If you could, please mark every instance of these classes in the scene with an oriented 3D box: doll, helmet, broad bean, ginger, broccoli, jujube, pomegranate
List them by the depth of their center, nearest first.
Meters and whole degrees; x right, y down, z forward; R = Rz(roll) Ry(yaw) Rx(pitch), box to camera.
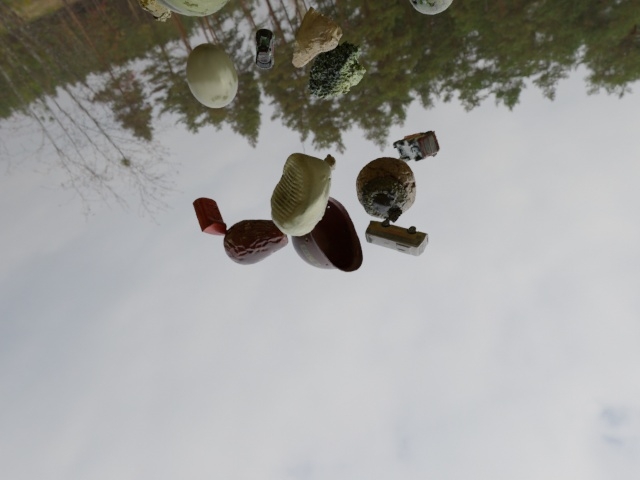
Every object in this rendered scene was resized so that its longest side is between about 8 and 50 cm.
[{"bbox_3d":[-0.347,-0.721,1.231,0.263,0.189,0.121,-28,-155,-20],"label":"broad bean"},{"bbox_3d":[0.007,-0.224,1.387,0.093,0.051,0.061,-31,-128,-7],"label":"doll"},{"bbox_3d":[-0.011,-0.665,1.523,0.122,0.193,0.115,35,-153,11],"label":"ginger"},{"bbox_3d":[-0.257,-0.001,1.787,0.255,0.190,0.190,-17,-149,2],"label":"jujube"},{"bbox_3d":[0.470,-1.043,1.804,0.248,0.214,0.214,-41,-147,-5],"label":"pomegranate"},{"bbox_3d":[0.086,-0.729,1.976,0.245,0.248,0.288,10,-174,-33],"label":"broccoli"},{"bbox_3d":[0.000,0.000,2.095,0.230,0.385,0.338,-22,-152,36],"label":"helmet"}]

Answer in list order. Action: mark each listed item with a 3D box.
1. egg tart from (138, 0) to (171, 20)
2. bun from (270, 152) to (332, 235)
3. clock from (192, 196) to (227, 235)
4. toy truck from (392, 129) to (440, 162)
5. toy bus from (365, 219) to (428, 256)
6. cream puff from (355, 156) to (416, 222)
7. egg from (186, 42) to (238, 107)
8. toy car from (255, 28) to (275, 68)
[{"bbox_3d":[-0.656,-0.984,1.706,0.095,0.279,0.279,-26,-152,-32],"label":"egg tart"},{"bbox_3d":[-0.043,-0.123,1.227,0.229,0.145,0.229,-20,-117,46],"label":"bun"},{"bbox_3d":[-0.439,-0.100,1.801,0.061,0.113,0.155,-41,-120,25],"label":"clock"},{"bbox_3d":[0.416,-0.408,1.958,0.135,0.114,0.270,-26,-166,-10],"label":"toy truck"},{"bbox_3d":[0.327,-0.013,1.937,0.268,0.092,0.106,17,-121,25],"label":"toy bus"},{"bbox_3d":[0.183,-0.122,1.228,0.183,0.183,0.169,-16,-156,13],"label":"cream puff"},{"bbox_3d":[-0.403,-0.610,1.664,0.185,0.242,0.186,-2,-131,2],"label":"egg"},{"bbox_3d":[-0.206,-0.703,1.650,0.069,0.142,0.055,5,-147,-1],"label":"toy car"}]
